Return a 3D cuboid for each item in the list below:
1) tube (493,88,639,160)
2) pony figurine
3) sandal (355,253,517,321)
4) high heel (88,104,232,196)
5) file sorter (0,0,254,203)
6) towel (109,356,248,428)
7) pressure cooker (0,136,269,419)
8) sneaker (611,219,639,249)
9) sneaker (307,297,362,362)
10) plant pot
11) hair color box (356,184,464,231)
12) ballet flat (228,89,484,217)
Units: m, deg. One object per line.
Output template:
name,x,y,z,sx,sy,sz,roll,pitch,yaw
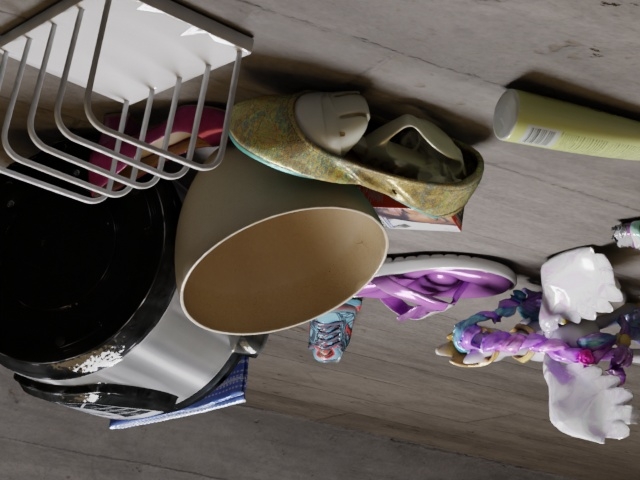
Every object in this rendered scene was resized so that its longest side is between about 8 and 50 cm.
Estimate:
tube,0.321,-0.127,1.584,0.240,0.062,0.070,10,-152,-20
pony figurine,0.415,0.170,2.205,0.363,0.303,0.351,1,175,-40
sandal,0.140,0.094,2.316,0.416,0.102,0.169,-2,162,27
high heel,-0.202,-0.114,1.781,0.244,0.117,0.082,2,162,23
file sorter,-0.247,-0.160,1.560,0.192,0.173,0.277,21,160,-34
towel,-0.229,0.150,2.242,0.243,0.336,0.040,-14,135,14
pressure cooker,-0.291,0.074,2.030,0.375,0.370,0.420,-35,154,6
sneaker,0.458,-0.002,1.958,0.069,0.038,0.098,-4,150,41
sneaker,0.026,0.174,2.604,0.104,0.125,0.262,6,163,7
plant pot,-0.072,-0.031,1.799,0.284,0.191,0.284,-15,148,-9
hair color box,0.111,-0.053,1.893,0.167,0.053,0.093,2,161,20
ballet flat,0.056,-0.124,1.658,0.348,0.123,0.123,19,161,-27
